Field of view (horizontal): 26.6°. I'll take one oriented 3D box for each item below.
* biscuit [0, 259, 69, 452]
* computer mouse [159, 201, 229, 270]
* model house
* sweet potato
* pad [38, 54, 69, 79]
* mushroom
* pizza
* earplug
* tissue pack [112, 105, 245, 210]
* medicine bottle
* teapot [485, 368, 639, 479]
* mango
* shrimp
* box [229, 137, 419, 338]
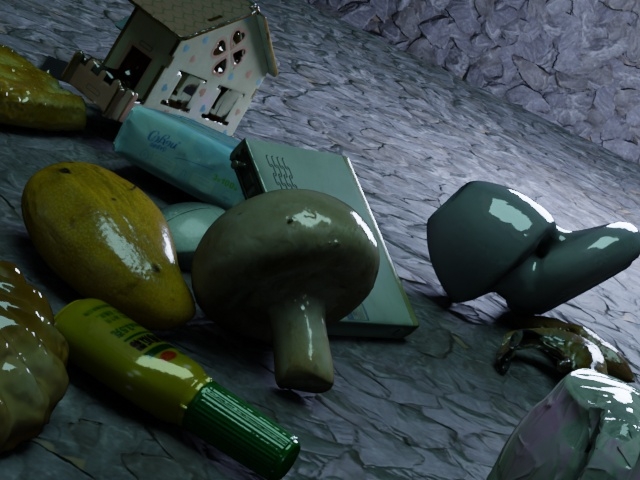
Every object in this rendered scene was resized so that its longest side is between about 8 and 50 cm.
[{"bbox_3d":[-0.365,0.063,1.141,0.326,0.107,0.325,20,21,-8],"label":"biscuit"},{"bbox_3d":[-0.125,-0.008,1.681,0.229,0.068,0.113,2,29,-48],"label":"computer mouse"},{"bbox_3d":[-0.207,-0.284,2.015,0.169,0.244,0.326,41,14,28],"label":"model house"},{"bbox_3d":[0.343,0.143,1.848,0.068,0.060,0.206,-6,25,-42],"label":"sweet potato"},{"bbox_3d":[-0.360,-0.256,2.204,0.193,0.004,0.116,20,18,-10],"label":"pad"},{"bbox_3d":[-0.032,0.059,1.451,0.207,0.207,0.215,10,57,-36],"label":"mushroom"},{"bbox_3d":[-0.474,-0.238,1.905,0.280,0.075,0.287,15,21,-39],"label":"pizza"},{"bbox_3d":[0.302,0.015,1.918,0.326,0.214,0.175,9,63,-24],"label":"earplug"},{"bbox_3d":[-0.132,-0.096,1.864,0.263,0.089,0.177,29,8,16],"label":"tissue pack"},{"bbox_3d":[-0.135,0.139,1.257,0.261,0.064,0.095,31,8,19],"label":"medicine bottle"},{"bbox_3d":[0.249,0.218,1.316,0.163,0.178,0.222,33,21,30],"label":"teapot"},{"bbox_3d":[-0.229,-0.003,1.471,0.262,0.109,0.157,38,19,35],"label":"mango"},{"bbox_3d":[0.303,0.169,1.717,0.152,0.046,0.219,11,29,-13],"label":"shrimp"},{"bbox_3d":[0.000,0.000,1.685,0.211,0.045,0.270,5,52,-43],"label":"box"}]
